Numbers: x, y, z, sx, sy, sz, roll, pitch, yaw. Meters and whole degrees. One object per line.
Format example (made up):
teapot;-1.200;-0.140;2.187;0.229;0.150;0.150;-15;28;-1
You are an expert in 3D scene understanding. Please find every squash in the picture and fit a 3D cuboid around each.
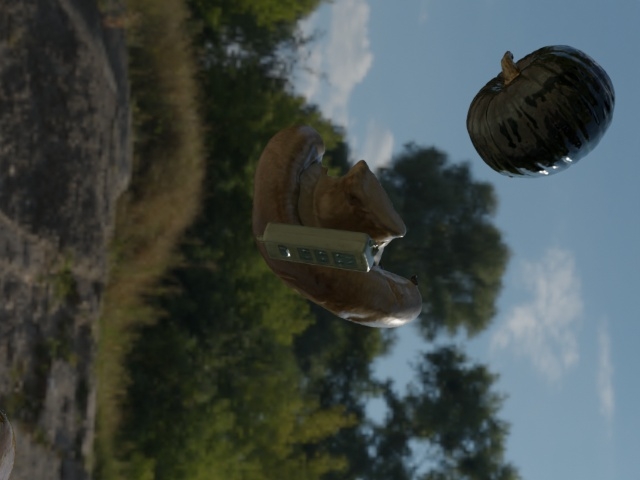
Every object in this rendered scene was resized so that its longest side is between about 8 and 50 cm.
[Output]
squash;0.315;-0.186;1.539;0.218;0.172;0.218;-40;-147;33

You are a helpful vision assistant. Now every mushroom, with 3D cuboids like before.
mushroom;0.000;0.000;1.289;0.156;0.151;0.286;-36;-95;41

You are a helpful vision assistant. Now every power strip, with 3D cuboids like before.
power strip;-0.003;0.004;0.701;0.027;0.083;0.017;72;30;-54

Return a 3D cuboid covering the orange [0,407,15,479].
orange;-0.360;0.188;0.997;0.155;0.154;0.134;118;-8;-57
